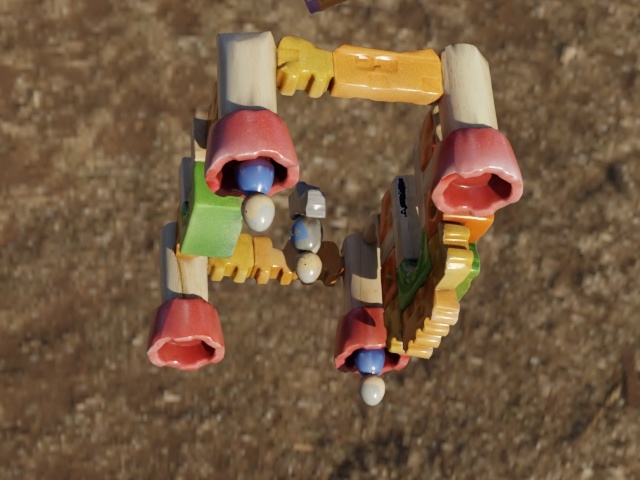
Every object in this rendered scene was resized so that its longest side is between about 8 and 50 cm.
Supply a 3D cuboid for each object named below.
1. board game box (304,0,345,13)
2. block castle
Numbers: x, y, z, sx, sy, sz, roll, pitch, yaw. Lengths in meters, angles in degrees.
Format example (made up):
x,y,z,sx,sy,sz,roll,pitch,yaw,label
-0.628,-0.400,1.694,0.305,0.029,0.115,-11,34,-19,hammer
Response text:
x,y,z,sx,sy,sz,roll,pitch,yaw,label
0.114,-0.516,1.855,0.357,0.356,0.356,-24,8,-9,board game box
0.000,0.000,1.548,0.303,0.453,0.212,4,60,-14,block castle
